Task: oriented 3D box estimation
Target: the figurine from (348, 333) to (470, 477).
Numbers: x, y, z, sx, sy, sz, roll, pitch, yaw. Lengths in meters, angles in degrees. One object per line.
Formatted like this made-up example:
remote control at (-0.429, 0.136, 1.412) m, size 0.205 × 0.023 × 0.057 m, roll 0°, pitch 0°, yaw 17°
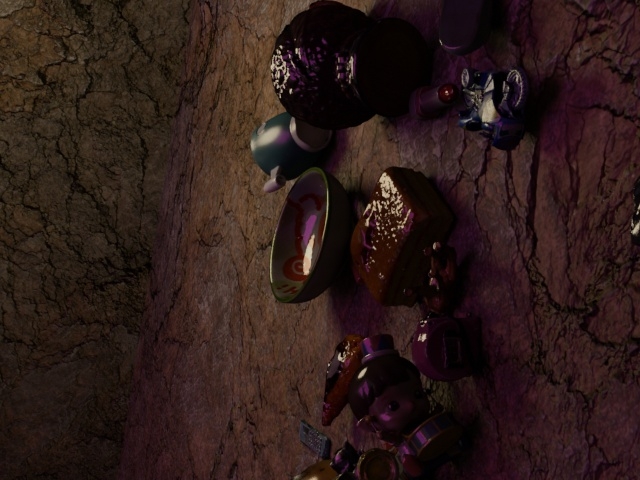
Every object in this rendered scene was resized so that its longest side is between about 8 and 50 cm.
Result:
figurine at (0.143, 0.295, 1.675) m, size 0.275 × 0.161 × 0.158 m, roll 49°, pitch 141°, yaw 30°

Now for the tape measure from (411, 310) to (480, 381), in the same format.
tape measure at (0.221, 0.185, 1.623) m, size 0.074 × 0.118 × 0.125 m, roll 157°, pitch 111°, yaw -66°

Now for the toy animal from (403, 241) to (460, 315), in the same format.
toy animal at (0.209, 0.117, 1.691) m, size 0.054 × 0.149 × 0.275 m, roll 20°, pitch 140°, yaw 27°

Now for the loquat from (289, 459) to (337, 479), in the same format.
loquat at (0.028, 0.558, 1.869) m, size 0.235 × 0.235 × 0.235 m, roll -176°, pitch 90°, yaw -67°

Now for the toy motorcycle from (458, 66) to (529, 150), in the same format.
toy motorcycle at (0.291, -0.224, 1.564) m, size 0.254 × 0.092 × 0.135 m, roll -144°, pitch 51°, yaw -73°

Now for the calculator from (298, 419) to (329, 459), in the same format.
calculator at (-0.017, 0.484, 2.249) m, size 0.172 × 0.018 × 0.057 m, roll -165°, pitch 81°, yaw -68°

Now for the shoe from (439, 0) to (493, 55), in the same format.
shoe at (0.264, -0.427, 1.666) m, size 0.100 × 0.103 × 0.251 m, roll 51°, pitch -139°, yaw -57°

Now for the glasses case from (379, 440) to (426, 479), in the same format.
glasses case at (0.149, 0.357, 1.821) m, size 0.267 × 0.067 × 0.103 m, roll -117°, pitch 35°, yaw -50°

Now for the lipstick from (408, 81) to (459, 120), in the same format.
lipstick at (0.222, -0.266, 1.734) m, size 0.186 × 0.057 × 0.063 m, roll -177°, pitch 89°, yaw -76°

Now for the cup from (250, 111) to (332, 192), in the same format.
cup at (-0.062, -0.250, 2.294) m, size 0.173 × 0.167 × 0.300 m, roll -27°, pitch 36°, yaw 54°

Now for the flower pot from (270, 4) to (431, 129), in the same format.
flower pot at (0.072, -0.351, 1.898) m, size 0.267 × 0.266 × 0.266 m, roll 17°, pitch 102°, yaw 56°

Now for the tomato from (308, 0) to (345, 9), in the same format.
tomato at (0.031, -0.423, 2.083) m, size 0.101 × 0.228 × 0.228 m, roll 19°, pitch 106°, yaw 36°

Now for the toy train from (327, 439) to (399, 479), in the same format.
toy train at (0.097, 0.502, 1.702) m, size 0.261 × 0.177 × 0.134 m, roll 49°, pitch 154°, yaw 8°

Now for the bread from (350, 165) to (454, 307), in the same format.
bread at (0.150, -0.008, 1.822) m, size 0.184 × 0.110 × 0.234 m, roll -116°, pitch 38°, yaw -48°

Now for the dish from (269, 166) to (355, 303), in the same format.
dish at (0.000, 0.000, 2.154) m, size 0.324 × 0.124 × 0.324 m, roll -46°, pitch 36°, yaw 50°

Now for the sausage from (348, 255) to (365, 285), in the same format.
sausage at (0.086, 0.064, 2.053) m, size 0.083 × 0.034 × 0.034 m, roll -110°, pitch 33°, yaw -45°

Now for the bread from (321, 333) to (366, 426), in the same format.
bread at (0.059, 0.297, 2.018) m, size 0.269 × 0.095 × 0.139 m, roll 103°, pitch -178°, yaw -51°

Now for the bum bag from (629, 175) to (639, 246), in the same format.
bum bag at (0.484, -0.020, 1.106) m, size 0.310 × 0.074 × 0.137 m, roll 39°, pitch 112°, yaw 62°
